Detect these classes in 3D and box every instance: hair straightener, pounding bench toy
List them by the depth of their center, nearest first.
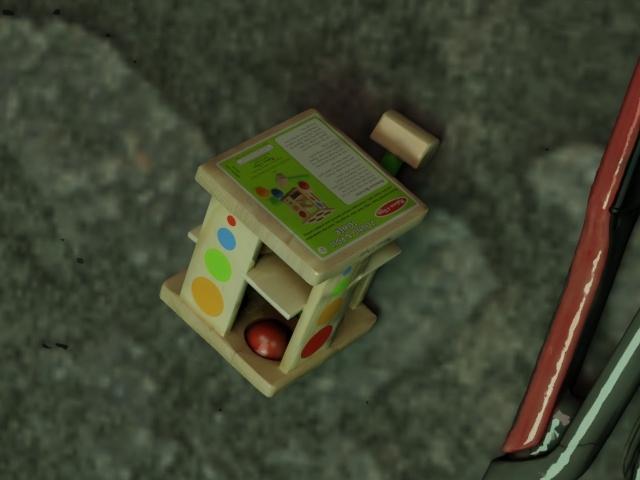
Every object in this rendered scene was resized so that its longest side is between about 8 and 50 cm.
[{"bbox_3d":[0.109,0.024,0.535,0.089,0.047,0.230,25,100,21],"label":"hair straightener"},{"bbox_3d":[0.000,0.000,0.583,0.052,0.083,0.065,42,137,20],"label":"pounding bench toy"}]
